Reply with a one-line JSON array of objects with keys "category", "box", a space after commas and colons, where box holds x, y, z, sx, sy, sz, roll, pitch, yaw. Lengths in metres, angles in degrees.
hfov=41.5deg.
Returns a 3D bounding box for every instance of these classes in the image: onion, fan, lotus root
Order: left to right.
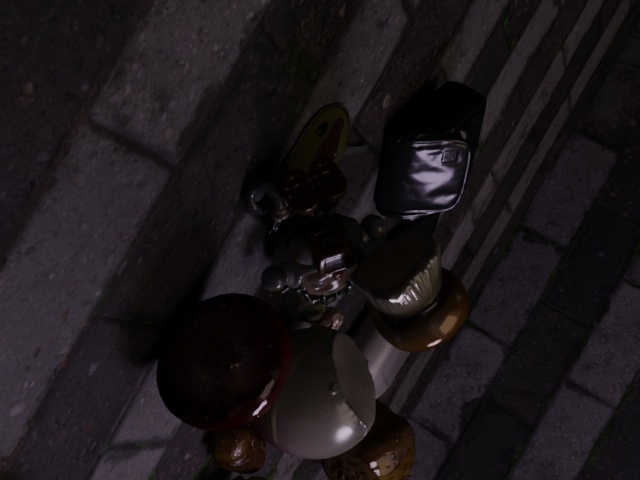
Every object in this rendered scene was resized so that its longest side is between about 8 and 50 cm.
[{"category": "onion", "box": [-0.165, 0.211, 1.468, 0.248, 0.248, 0.161, -57, 173, -8]}, {"category": "fan", "box": [0.013, -0.167, 1.680, 0.335, 0.011, 0.230, -19, 135, -58]}, {"category": "lotus root", "box": [0.143, 0.702, 2.741, 0.250, 0.316, 0.316, -17, 134, -45]}]

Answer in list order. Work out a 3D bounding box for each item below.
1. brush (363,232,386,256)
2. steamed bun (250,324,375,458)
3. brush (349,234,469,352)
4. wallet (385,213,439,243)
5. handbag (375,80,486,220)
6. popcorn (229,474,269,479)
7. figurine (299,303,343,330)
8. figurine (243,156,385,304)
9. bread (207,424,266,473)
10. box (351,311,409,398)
[{"category": "brush", "box": [0.082, 0.044, 2.044, 0.197, 0.059, 0.123, -30, 143, -53]}, {"category": "steamed bun", "box": [-0.044, 0.353, 1.905, 0.309, 0.309, 0.309, -48, 156, -29]}, {"category": "brush", "box": [0.140, 0.081, 1.557, 0.174, 0.266, 0.166, -43, 117, -12]}, {"category": "wallet", "box": [0.243, 0.004, 2.381, 0.245, 0.052, 0.169, -33, 147, -42]}, {"category": "handbag", "box": [0.268, -0.188, 1.998, 0.275, 0.178, 0.302, -44, 154, -37]}, {"category": "popcorn", "box": [-0.199, 0.659, 2.037, 0.266, 0.233, 0.192, 46, 35, -35]}, {"category": "figurine", "box": [0.002, 0.198, 2.058, 0.083, 0.083, 0.187, -63, 165, 9]}, {"category": "figurine", "box": [0.004, 0.000, 1.603, 0.261, 0.186, 0.382, -13, 154, -6]}, {"category": "bread", "box": [-0.181, 0.498, 2.006, 0.124, 0.084, 0.344, -54, 159, -15]}, {"category": "box", "box": [0.184, 0.302, 2.503, 0.349, 0.141, 0.289, -56, 160, -12]}]
